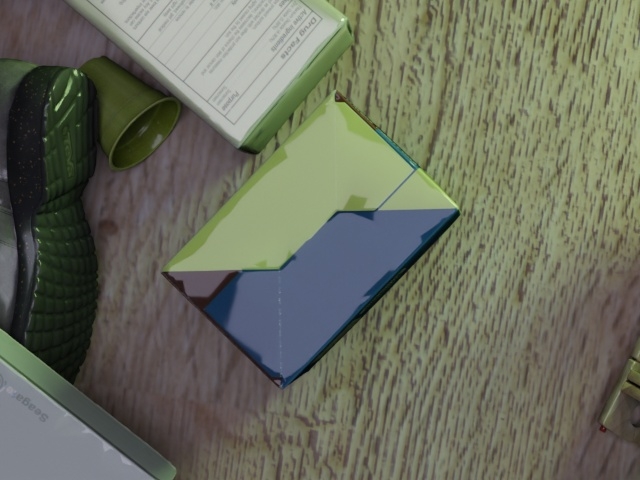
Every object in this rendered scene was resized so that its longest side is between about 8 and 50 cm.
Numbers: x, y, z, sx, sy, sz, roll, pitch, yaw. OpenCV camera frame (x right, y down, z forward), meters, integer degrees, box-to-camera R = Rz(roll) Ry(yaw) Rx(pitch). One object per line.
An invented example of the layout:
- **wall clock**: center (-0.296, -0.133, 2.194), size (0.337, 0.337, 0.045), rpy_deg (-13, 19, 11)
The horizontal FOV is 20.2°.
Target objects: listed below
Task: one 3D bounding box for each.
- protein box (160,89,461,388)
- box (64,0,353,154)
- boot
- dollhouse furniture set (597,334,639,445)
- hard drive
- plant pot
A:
- **protein box**: center (0.000, 0.000, 1.475), size (0.136, 0.201, 0.200), rpy_deg (44, 93, 4)
- **box**: center (-0.133, -0.224, 1.527), size (0.311, 0.121, 0.148), rpy_deg (42, 93, 4)
- **boot**: center (-0.312, -0.008, 1.557), size (0.223, 0.118, 0.338), rpy_deg (11, 102, 21)
- **dollhouse furniture set**: center (0.357, 0.151, 1.503), size (0.183, 0.129, 0.129), rpy_deg (26, 93, -25)
- **hard drive**: center (-0.292, 0.240, 1.522), size (0.203, 0.040, 0.307), rpy_deg (39, 112, -5)
- **plant pot**: center (-0.178, -0.116, 1.558), size (0.079, 0.083, 0.083), rpy_deg (43, 93, 15)
